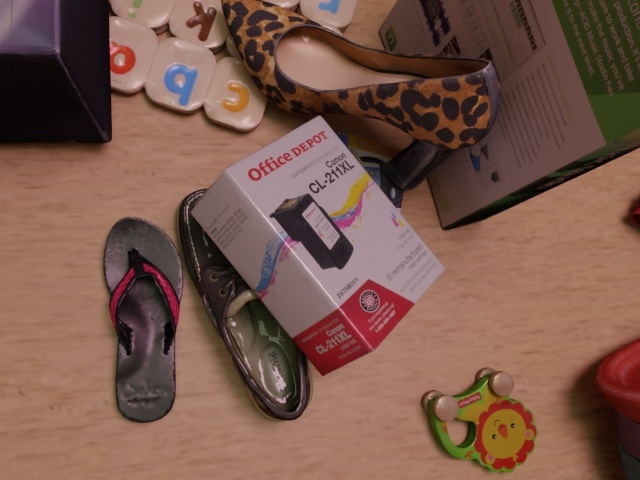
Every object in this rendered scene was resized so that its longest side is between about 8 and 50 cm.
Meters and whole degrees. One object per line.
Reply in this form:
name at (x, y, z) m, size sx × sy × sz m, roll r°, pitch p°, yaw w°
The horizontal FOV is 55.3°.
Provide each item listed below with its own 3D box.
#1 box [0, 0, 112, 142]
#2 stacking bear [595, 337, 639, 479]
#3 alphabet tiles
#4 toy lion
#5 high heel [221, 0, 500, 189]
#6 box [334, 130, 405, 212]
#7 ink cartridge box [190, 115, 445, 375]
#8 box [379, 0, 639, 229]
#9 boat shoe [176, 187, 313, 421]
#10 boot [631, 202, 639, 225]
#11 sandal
box at (-0.325, -0.236, 0.462) m, size 0.294 × 0.183 × 0.296 m, roll -3°, pitch 80°, yaw -10°
stacking bear at (0.380, 0.238, 0.562) m, size 0.164 × 0.175 × 0.289 m, roll -20°, pitch 94°, yaw 15°
alphabet tiles at (-0.107, -0.253, 0.612) m, size 0.284 × 0.021 × 0.278 m, roll 17°, pitch 75°, yaw -10°
toy lion at (0.157, 0.178, 0.584) m, size 0.100 × 0.034 × 0.096 m, roll -17°, pitch 91°, yaw -16°
high heel at (0.026, -0.163, 0.513) m, size 0.261 × 0.186 × 0.093 m, roll 40°, pitch 70°, yaw -1°
box at (0.037, -0.032, 0.598) m, size 0.081 × 0.028 × 0.136 m, roll 14°, pitch 74°, yaw -10°
ink cartridge box at (0.000, 0.000, 0.508) m, size 0.175 × 0.072 × 0.127 m, roll 51°, pitch 48°, yaw 0°
box at (0.155, -0.156, 0.498) m, size 0.058 × 0.322 × 0.232 m, roll -15°, pitch 83°, yaw -15°
boat shoe at (-0.061, 0.051, 0.533) m, size 0.080 × 0.073 × 0.223 m, roll -21°, pitch 85°, yaw -17°
boot at (0.405, -0.102, 0.673) m, size 0.176 × 0.088 × 0.244 m, roll -16°, pitch 86°, yaw -15°
sandal at (-0.150, 0.065, 0.526) m, size 0.067 × 0.040 × 0.179 m, roll -4°, pitch 80°, yaw -14°
